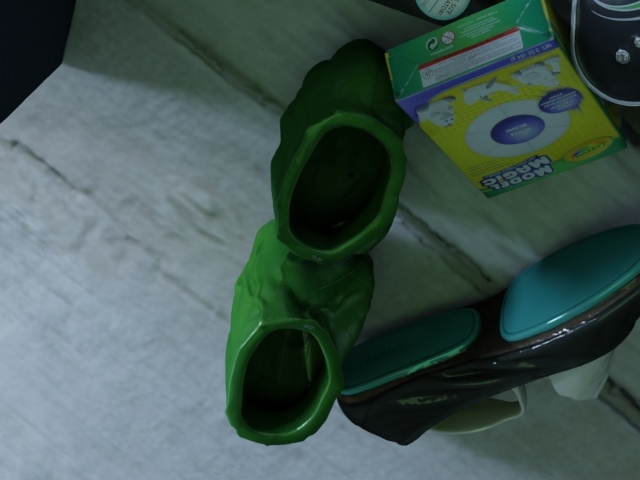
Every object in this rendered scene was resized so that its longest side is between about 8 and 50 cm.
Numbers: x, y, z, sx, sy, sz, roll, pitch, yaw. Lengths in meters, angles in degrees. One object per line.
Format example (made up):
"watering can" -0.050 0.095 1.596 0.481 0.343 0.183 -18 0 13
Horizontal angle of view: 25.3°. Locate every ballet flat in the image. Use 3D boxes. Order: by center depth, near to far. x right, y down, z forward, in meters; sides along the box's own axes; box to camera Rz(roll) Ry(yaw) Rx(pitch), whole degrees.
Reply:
"ballet flat" 0.139 0.076 1.011 0.280 0.095 0.096 -25 119 32

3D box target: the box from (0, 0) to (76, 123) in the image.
"box" -0.364 -0.210 0.853 0.396 0.293 0.212 19 118 2

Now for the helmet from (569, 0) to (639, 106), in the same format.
"helmet" 0.239 -0.141 0.838 0.162 0.169 0.169 6 117 21

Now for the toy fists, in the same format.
"toy fists" 0.000 0.000 0.970 0.096 0.142 0.279 10 119 -9

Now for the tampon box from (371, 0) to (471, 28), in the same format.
"tampon box" 0.035 -0.220 0.872 0.161 0.101 0.120 19 119 2

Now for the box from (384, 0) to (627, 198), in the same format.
"box" 0.125 -0.083 0.905 0.105 0.043 0.179 -21 153 21
